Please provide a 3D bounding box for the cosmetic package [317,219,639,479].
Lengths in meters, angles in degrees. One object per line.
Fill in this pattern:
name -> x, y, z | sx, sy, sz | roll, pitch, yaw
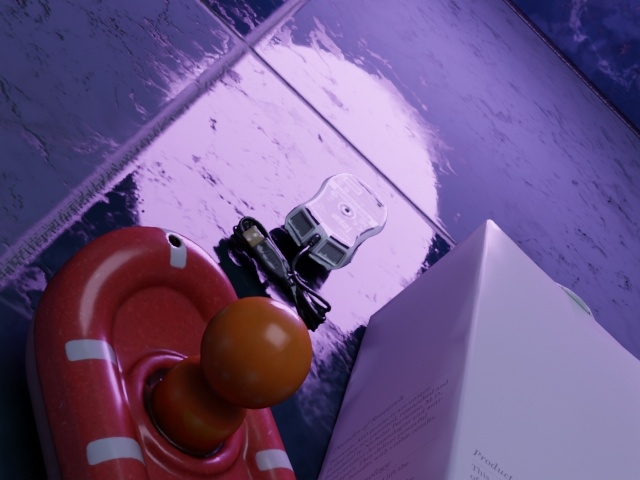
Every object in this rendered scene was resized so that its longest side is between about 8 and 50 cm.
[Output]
cosmetic package -> 0.124, 0.176, 0.728 | 0.217, 0.156, 0.385 | 43, 27, -9

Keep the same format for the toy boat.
toy boat -> -0.064, 0.084, 0.582 | 0.151, 0.151, 0.231 | 15, 42, -46

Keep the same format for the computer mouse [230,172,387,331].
computer mouse -> 0.000, 0.000, 0.899 | 0.106, 0.042, 0.193 | 45, 34, 4
